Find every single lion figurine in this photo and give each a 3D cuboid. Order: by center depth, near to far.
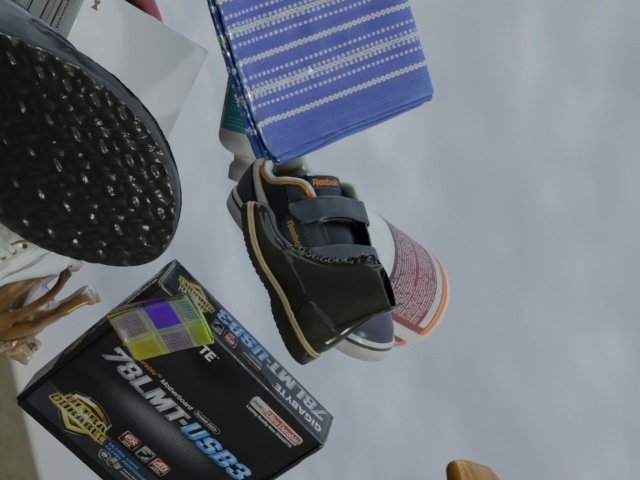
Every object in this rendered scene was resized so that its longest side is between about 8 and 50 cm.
[{"bbox_3d":[-0.508,0.115,2.007,0.142,0.240,0.392,62,-9,6],"label":"lion figurine"}]

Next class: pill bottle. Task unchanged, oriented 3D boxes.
[{"bbox_3d":[-0.082,-0.221,1.875,0.146,0.146,0.264,-144,-117,-66],"label":"pill bottle"},{"bbox_3d":[0.078,0.060,2.285,0.392,0.224,0.224,32,29,-55],"label":"pill bottle"}]

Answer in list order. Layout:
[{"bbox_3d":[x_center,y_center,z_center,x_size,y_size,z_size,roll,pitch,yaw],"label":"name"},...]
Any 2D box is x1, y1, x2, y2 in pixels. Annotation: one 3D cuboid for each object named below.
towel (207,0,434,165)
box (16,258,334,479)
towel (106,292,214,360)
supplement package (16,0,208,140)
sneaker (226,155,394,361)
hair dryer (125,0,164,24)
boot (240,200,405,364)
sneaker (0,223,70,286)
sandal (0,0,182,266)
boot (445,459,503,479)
[{"bbox_3d":[-0.010,-0.278,1.328,0.040,0.243,0.336,17,-53,65],"label":"towel"},{"bbox_3d":[-0.186,0.214,1.493,0.295,0.293,0.073,46,30,-13],"label":"box"},{"bbox_3d":[-0.142,0.078,1.039,0.009,0.083,0.060,-78,150,-55],"label":"towel"},{"bbox_3d":[-0.319,-0.207,1.410,0.263,0.199,0.198,25,-90,39],"label":"supplement package"},{"bbox_3d":[0.000,0.000,1.429,0.321,0.126,0.127,51,-60,32],"label":"sneaker"},{"bbox_3d":[-0.369,-0.359,1.900,0.080,0.293,0.223,32,78,-86],"label":"hair dryer"},{"bbox_3d":[0.002,0.023,1.313,0.198,0.137,0.077,66,14,16],"label":"boot"},{"bbox_3d":[-0.475,0.009,1.682,0.106,0.290,0.123,47,-49,18],"label":"sneaker"},{"bbox_3d":[-0.282,-0.149,0.943,0.167,0.446,0.107,-40,-158,29],"label":"sandal"},{"bbox_3d":[0.179,0.359,1.385,0.295,0.104,0.211,44,29,-57],"label":"boot"}]
